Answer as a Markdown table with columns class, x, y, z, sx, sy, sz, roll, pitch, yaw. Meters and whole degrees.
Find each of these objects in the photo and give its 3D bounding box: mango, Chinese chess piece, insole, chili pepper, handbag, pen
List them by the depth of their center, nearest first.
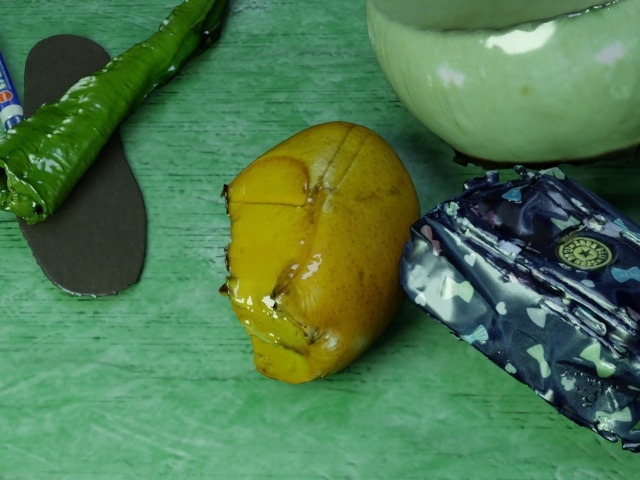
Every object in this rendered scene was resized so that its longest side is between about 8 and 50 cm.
| class | x | y | z | sx | sy | sz | roll | pitch | yaw |
| --- | --- | --- | --- | --- | --- | --- | --- | --- | --- |
| handbag | 0.190 | 0.038 | 1.398 | 0.260 | 0.113 | 0.162 | 37 | 35 | 24 |
| mango | 0.000 | 0.000 | 1.467 | 0.154 | 0.126 | 0.252 | 4 | 44 | 15 |
| Chinese chess piece | 0.209 | -0.211 | 1.552 | 0.349 | 0.146 | 0.349 | -18 | 36 | 14 |
| insole | -0.211 | -0.072 | 1.618 | 0.111 | 0.007 | 0.328 | 1 | 46 | -13 |
| chili pepper | -0.173 | -0.149 | 1.643 | 0.085 | 0.076 | 0.359 | 30 | 53 | 8 |
| pen | -0.283 | -0.131 | 1.683 | 0.025 | 0.025 | 0.204 | -19 | 49 | -10 |
